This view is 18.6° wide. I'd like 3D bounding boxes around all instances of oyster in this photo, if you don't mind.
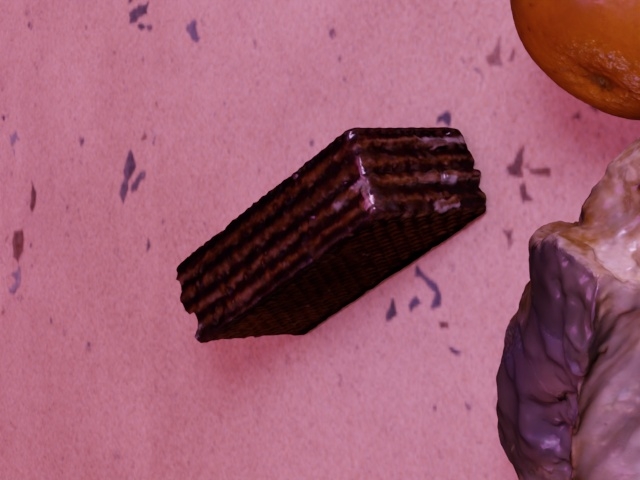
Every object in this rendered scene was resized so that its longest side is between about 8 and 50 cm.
[{"bbox_3d":[0.170,0.059,1.169,0.341,0.110,0.166,103,161,-46],"label":"oyster"}]

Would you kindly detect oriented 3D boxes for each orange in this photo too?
[{"bbox_3d":[0.186,-0.144,1.126,0.154,0.154,0.134,-4,57,51],"label":"orange"}]

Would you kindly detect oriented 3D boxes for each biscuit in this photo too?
[{"bbox_3d":[0.000,0.000,1.395,0.252,0.106,0.070,-35,65,46],"label":"biscuit"}]
